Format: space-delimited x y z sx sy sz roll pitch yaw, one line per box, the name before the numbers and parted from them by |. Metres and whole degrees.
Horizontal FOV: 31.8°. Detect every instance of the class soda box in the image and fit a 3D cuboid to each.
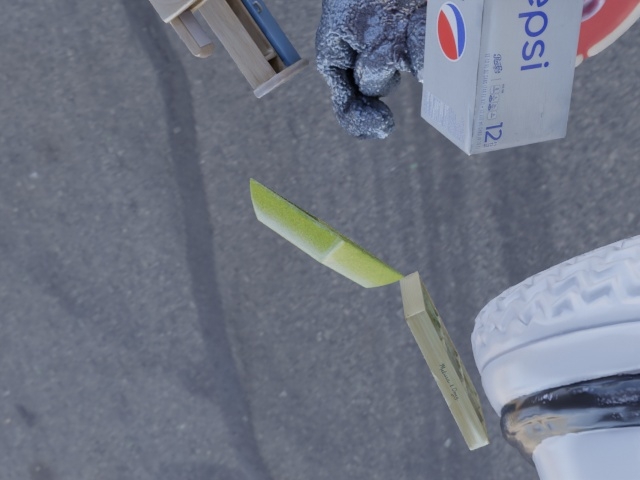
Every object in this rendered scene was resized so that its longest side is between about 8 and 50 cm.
soda box | 0.148 -0.218 0.885 0.091 0.098 0.286 -132 35 -53

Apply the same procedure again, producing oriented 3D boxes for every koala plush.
koala plush | 0.125 -0.239 1.387 0.221 0.196 0.203 14 148 39

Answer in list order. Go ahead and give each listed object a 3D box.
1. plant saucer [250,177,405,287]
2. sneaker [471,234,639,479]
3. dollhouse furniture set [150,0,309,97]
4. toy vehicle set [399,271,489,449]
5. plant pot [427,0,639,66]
plant saucer | 0.000 0.000 1.549 0.188 0.188 0.045 35 92 36
sneaker | 0.233 0.091 0.374 0.137 0.366 0.210 141 121 -64
dollhouse furniture set | -0.012 -0.341 1.368 0.303 0.286 0.198 -33 97 20
toy vehicle set | 0.205 0.198 1.865 0.035 0.166 0.267 -24 109 9
plant pot | 0.216 -0.323 1.193 0.275 0.275 0.243 -51 60 36
